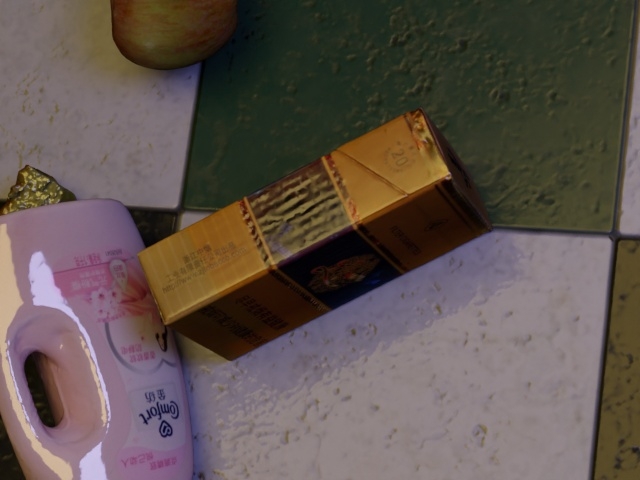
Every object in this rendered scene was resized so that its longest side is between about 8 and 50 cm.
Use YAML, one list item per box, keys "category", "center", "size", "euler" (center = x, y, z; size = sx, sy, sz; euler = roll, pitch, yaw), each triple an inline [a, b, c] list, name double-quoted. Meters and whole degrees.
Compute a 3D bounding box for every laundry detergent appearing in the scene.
- category: "laundry detergent"
  center: [-0.167, 0.139, 1.498]
  size: [0.088, 0.159, 0.335]
  euler: [-28, 75, 53]

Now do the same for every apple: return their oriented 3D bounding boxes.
- category: "apple"
  center: [-0.117, -0.195, 1.580]
  size: [0.102, 0.126, 0.126]
  euler: [3, 75, -8]

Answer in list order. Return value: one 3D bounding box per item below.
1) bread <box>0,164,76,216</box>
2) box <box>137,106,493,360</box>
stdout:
- category: "bread"
  center: [-0.273, 0.044, 1.581]
  size: [0.049, 0.088, 0.226]
  euler: [26, 86, 23]
- category: "box"
  center: [0.000, 0.001, 1.476]
  size: [0.237, 0.152, 0.070]
  euler: [-29, 70, 8]
